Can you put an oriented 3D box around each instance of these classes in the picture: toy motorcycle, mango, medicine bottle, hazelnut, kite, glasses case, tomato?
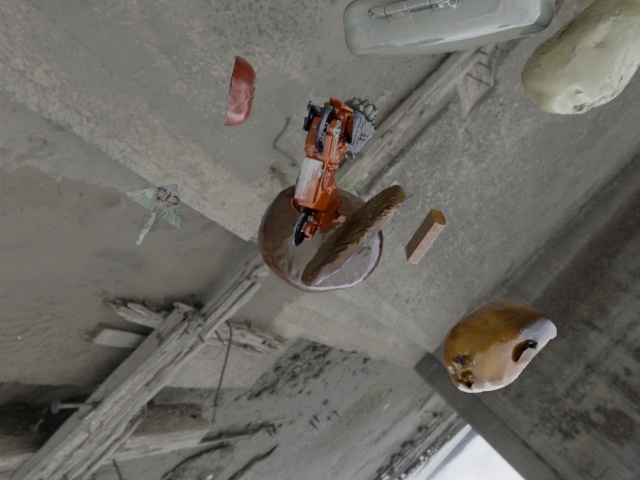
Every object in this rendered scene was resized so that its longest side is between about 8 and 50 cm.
[{"bbox_3d":[0.009,-0.151,0.952,0.221,0.147,0.326,-31,138,-70],"label":"toy motorcycle"},{"bbox_3d":[0.375,0.221,0.902,0.287,0.153,0.201,-15,146,-43],"label":"mango"},{"bbox_3d":[0.246,-0.440,0.823,0.282,0.374,0.123,-32,120,-49],"label":"medicine bottle"},{"bbox_3d":[0.000,0.000,1.372,0.419,0.354,0.421,-7,163,-2],"label":"hazelnut"},{"bbox_3d":[-0.576,-0.095,1.444,0.229,0.012,0.250,35,84,-34],"label":"kite"},{"bbox_3d":[0.380,-0.010,1.519,0.049,0.075,0.218,14,135,-11],"label":"glasses case"},{"bbox_3d":[-0.258,-0.475,1.348,0.084,0.225,0.225,12,124,-12],"label":"tomato"}]

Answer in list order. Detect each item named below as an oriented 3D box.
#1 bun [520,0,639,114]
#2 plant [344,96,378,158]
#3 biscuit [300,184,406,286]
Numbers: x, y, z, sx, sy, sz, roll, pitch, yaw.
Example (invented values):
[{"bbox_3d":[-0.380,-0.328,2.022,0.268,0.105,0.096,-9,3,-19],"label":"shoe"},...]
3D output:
[{"bbox_3d":[0.733,-0.502,1.127,0.362,0.234,0.326,-49,-178,-32],"label":"bun"},{"bbox_3d":[0.103,-0.373,1.343,0.132,0.129,0.195,27,88,-45],"label":"plant"},{"bbox_3d":[0.070,-0.014,0.958,0.318,0.040,0.318,-43,-175,5],"label":"biscuit"}]
